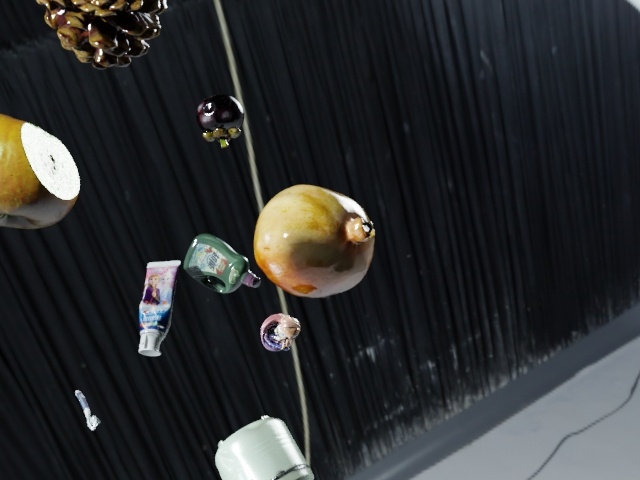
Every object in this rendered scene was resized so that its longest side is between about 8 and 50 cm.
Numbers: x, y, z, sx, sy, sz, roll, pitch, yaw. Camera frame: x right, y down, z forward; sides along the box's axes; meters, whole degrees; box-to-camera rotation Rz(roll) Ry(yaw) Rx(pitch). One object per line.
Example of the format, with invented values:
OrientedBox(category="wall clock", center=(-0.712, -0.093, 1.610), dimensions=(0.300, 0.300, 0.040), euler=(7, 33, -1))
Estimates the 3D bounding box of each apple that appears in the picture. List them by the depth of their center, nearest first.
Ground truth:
OrientedBox(category="apple", center=(-0.424, -0.096, 0.943), dimensions=(0.163, 0.147, 0.146), euler=(0, -13, 7))

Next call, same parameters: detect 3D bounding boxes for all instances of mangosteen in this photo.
OrientedBox(category="mangosteen", center=(-0.281, -0.334, 1.921), dimensions=(0.137, 0.152, 0.137), euler=(-6, -5, -1))

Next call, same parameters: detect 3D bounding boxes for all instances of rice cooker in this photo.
OrientedBox(category="rice cooker", center=(-0.144, 0.605, 1.779), dimensions=(0.226, 0.226, 0.244), euler=(-26, 61, -22))

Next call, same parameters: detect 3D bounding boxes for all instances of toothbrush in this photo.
OrientedBox(category="toothbrush", center=(-0.612, 0.435, 1.781), dimensions=(0.026, 0.024, 0.288), euler=(-52, 24, -13))

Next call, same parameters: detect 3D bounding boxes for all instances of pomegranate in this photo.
OrientedBox(category="pomegranate", center=(0.000, 0.000, 1.424), dimensions=(0.270, 0.252, 0.229), euler=(-14, 57, 50))

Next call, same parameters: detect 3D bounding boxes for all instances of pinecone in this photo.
OrientedBox(category="pinecone", center=(-0.620, -0.649, 1.940), dimensions=(0.384, 0.385, 0.384), euler=(-13, 25, 6))

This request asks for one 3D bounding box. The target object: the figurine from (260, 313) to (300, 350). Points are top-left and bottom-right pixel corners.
OrientedBox(category="figurine", center=(-0.116, 0.291, 2.237), dimensions=(0.114, 0.126, 0.157), euler=(-1, -25, -48))

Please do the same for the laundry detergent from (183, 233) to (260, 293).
OrientedBox(category="laundry detergent", center=(-0.270, 0.083, 1.914), dimensions=(0.221, 0.144, 0.078), euler=(30, 18, 12))

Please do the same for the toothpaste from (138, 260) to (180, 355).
OrientedBox(category="toothpaste", center=(-0.433, 0.172, 1.809), dimensions=(0.096, 0.061, 0.266), euler=(-3, 61, 9))
